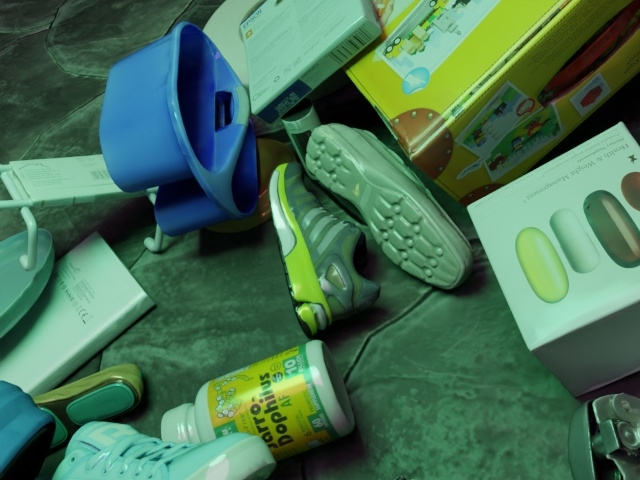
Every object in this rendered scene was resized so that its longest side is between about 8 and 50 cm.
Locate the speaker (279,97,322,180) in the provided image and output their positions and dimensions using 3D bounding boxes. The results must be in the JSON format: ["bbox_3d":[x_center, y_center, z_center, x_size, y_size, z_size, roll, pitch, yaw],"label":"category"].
[{"bbox_3d":[-0.017,-0.157,1.038,0.055,0.136,0.055,-11,51,14],"label":"speaker"}]

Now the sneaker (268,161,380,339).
[{"bbox_3d":[0.000,0.000,0.945,0.121,0.111,0.300,-12,52,-5],"label":"sneaker"}]

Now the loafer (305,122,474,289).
[{"bbox_3d":[0.106,-0.062,0.930,0.111,0.112,0.319,-17,54,-36],"label":"loafer"}]

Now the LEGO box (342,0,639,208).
[{"bbox_3d":[0.269,-0.349,0.919,0.500,0.193,0.372,-44,46,17],"label":"LEGO box"}]

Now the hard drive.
[{"bbox_3d":[-0.430,0.138,1.042,0.307,0.040,0.203,-41,49,-11],"label":"hard drive"}]

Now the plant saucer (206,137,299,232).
[{"bbox_3d":[-0.132,-0.101,1.109,0.200,0.037,0.200,-12,50,14],"label":"plant saucer"}]

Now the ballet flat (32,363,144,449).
[{"bbox_3d":[-0.349,0.234,0.925,0.232,0.080,0.073,-20,21,4],"label":"ballet flat"}]

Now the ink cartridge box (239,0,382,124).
[{"bbox_3d":[-0.024,-0.316,0.996,0.223,0.045,0.224,-34,48,28],"label":"ink cartridge box"}]

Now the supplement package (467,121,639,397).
[{"bbox_3d":[0.302,0.023,0.726,0.194,0.149,0.203,-31,46,19],"label":"supplement package"}]

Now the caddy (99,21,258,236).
[{"bbox_3d":[-0.187,-0.172,1.004,0.179,0.241,0.341,-19,49,14],"label":"caddy"}]

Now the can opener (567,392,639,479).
[{"bbox_3d":[0.302,0.282,0.616,0.076,0.095,0.283,10,55,-17],"label":"can opener"}]

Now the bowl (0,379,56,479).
[{"bbox_3d":[-0.405,0.337,0.683,0.077,0.391,0.391,28,62,-4],"label":"bowl"}]

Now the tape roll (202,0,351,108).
[{"bbox_3d":[-0.049,-0.413,1.298,0.392,0.072,0.392,-12,50,15],"label":"tape roll"}]

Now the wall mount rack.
[{"bbox_3d":[-0.418,-0.080,1.092,0.350,0.130,0.304,-10,39,-37],"label":"wall mount rack"}]

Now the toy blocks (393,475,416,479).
[{"bbox_3d":[0.096,0.416,0.502,0.289,0.260,0.309,-22,31,-39],"label":"toy blocks"}]

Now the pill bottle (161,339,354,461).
[{"bbox_3d":[-0.075,0.207,0.788,0.208,0.117,0.117,-22,49,5],"label":"pill bottle"}]

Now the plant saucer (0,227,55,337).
[{"bbox_3d":[-0.552,0.104,1.071,0.318,0.043,0.317,-24,33,16],"label":"plant saucer"}]

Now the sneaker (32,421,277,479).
[{"bbox_3d":[-0.209,0.253,0.700,0.366,0.135,0.150,-33,77,27],"label":"sneaker"}]
